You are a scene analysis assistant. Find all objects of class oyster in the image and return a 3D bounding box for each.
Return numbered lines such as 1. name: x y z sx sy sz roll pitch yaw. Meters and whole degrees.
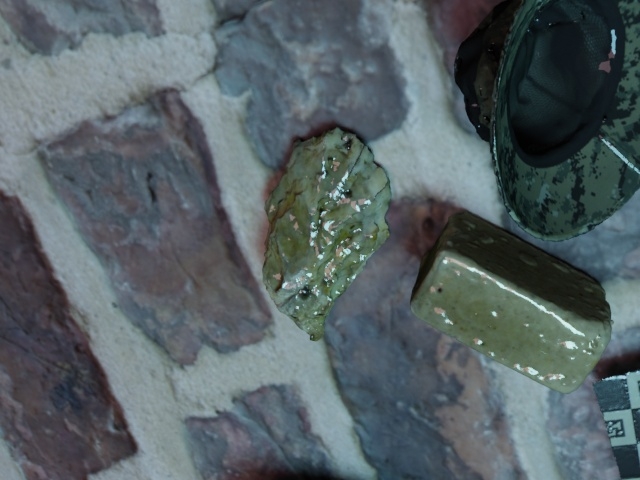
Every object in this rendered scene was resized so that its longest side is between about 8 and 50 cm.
1. oyster: -0.005 -0.008 0.957 0.133 0.072 0.209 32 117 -3

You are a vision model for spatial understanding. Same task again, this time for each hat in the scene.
1. hat: 0.187 -0.136 0.800 0.128 0.266 0.265 19 126 50

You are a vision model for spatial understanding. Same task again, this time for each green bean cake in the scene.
1. green bean cake: 0.180 0.056 0.909 0.179 0.109 0.085 28 118 2

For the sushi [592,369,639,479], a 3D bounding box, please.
1. sushi: 0.386 0.197 0.957 0.193 0.040 0.210 -19 105 16
